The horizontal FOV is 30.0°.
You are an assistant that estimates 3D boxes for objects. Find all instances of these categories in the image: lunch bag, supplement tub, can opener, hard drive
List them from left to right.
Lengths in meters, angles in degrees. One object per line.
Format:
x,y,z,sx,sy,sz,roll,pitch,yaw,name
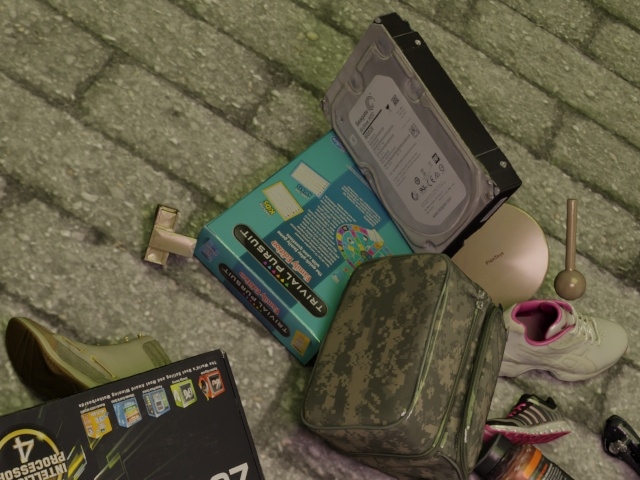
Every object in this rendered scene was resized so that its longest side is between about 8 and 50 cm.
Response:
0.145,-0.154,1.857,0.064,0.237,0.339,-20,71,-35,hard drive
0.149,0.196,1.733,0.256,0.212,0.305,44,53,-39,lunch bag
0.322,0.376,1.780,0.198,0.106,0.106,40,51,3,supplement tub
0.526,0.359,1.918,0.073,0.059,0.186,-32,76,-38,can opener

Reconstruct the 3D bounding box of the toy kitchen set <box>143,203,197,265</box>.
-0.226,-0.005,1.818,0.068,0.075,0.083,17,93,-11,toy kitchen set

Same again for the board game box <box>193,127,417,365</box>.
0.000,0.000,1.890,0.254,0.079,0.336,45,52,6,board game box

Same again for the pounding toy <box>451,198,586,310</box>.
0.320,0.023,2.001,0.236,0.110,0.183,-5,90,11,pounding toy

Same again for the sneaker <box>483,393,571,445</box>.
0.314,0.279,1.869,0.170,0.063,0.075,1,59,-31,sneaker

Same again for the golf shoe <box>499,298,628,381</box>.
0.393,0.156,1.939,0.306,0.140,0.115,0,58,-27,golf shoe

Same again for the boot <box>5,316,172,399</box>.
-0.313,0.161,1.634,0.213,0.077,0.165,33,30,29,boot

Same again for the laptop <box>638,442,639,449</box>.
0.613,0.468,1.879,0.234,0.137,0.264,7,43,-22,laptop

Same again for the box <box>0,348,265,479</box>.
-0.242,0.332,1.450,0.395,0.097,0.318,-13,85,-44,box
